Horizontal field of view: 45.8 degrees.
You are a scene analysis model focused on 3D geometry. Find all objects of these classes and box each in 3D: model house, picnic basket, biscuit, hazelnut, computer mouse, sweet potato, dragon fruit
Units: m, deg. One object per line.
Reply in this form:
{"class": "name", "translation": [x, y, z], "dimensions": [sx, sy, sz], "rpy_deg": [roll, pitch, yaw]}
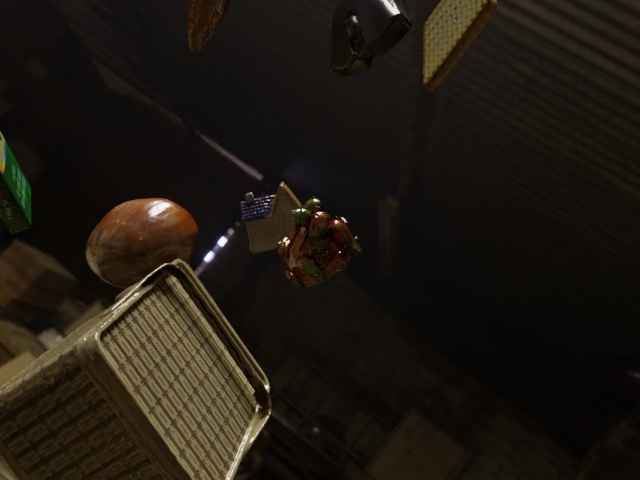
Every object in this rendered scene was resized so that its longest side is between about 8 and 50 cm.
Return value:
{"class": "model house", "translation": [-0.078, -0.041, 1.245], "dimensions": [0.088, 0.100, 0.100], "rpy_deg": [-99, 176, -79]}
{"class": "picnic basket", "translation": [-0.194, 0.174, 0.875], "dimensions": [0.228, 0.175, 0.313], "rpy_deg": [57, 14, -7]}
{"class": "biscuit", "translation": [0.220, -0.355, 1.205], "dimensions": [0.029, 0.172, 0.255], "rpy_deg": [28, 37, -13]}
{"class": "hazelnut", "translation": [-0.346, 0.010, 1.449], "dimensions": [0.176, 0.214, 0.214], "rpy_deg": [64, -9, 1]}
{"class": "computer mouse", "translation": [0.067, -0.357, 1.183], "dimensions": [0.088, 0.147, 0.264], "rpy_deg": [37, 36, -30]}
{"class": "sweet potato", "translation": [-0.117, -0.313, 0.881], "dimensions": [0.055, 0.202, 0.058], "rpy_deg": [16, -13, 32]}
{"class": "dragon fruit", "translation": [0.000, 0.000, 1.132], "dimensions": [0.142, 0.138, 0.175], "rpy_deg": [2, -44, 21]}

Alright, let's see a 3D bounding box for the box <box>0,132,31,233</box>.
{"class": "box", "translation": [-0.461, -0.136, 1.032], "dimensions": [0.132, 0.034, 0.235], "rpy_deg": [-124, -166, -56]}
